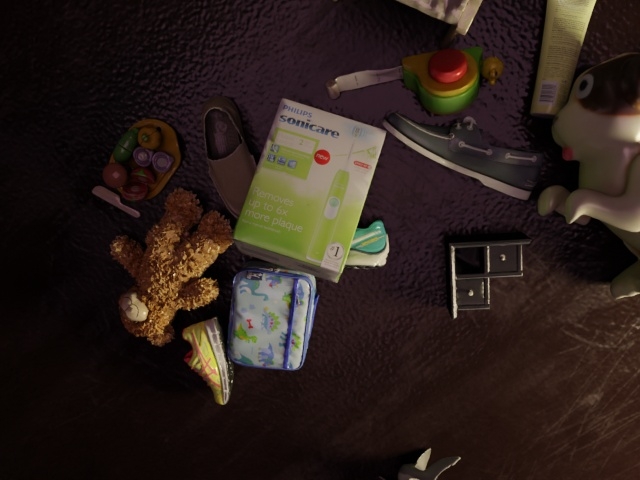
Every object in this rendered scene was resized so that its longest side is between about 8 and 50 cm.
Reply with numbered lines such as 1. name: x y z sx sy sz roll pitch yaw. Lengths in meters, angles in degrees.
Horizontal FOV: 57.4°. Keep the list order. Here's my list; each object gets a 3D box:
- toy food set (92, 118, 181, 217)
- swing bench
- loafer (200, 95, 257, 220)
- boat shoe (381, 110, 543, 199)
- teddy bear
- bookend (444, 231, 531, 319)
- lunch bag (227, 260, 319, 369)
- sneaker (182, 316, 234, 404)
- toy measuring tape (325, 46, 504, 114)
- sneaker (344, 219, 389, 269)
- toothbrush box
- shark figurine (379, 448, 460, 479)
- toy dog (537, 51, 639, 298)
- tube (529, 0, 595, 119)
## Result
1. toy food set: -0.378 -0.146 1.190 0.128 0.071 0.218 37 102 -3
2. swing bench: 0.151 -0.459 0.984 0.253 0.255 0.165 26 102 0
3. loafer: -0.180 -0.153 1.159 0.102 0.092 0.268 -19 99 9
4. boat shoe: 0.271 -0.182 1.098 0.319 0.116 0.099 23 109 -7
5. teddy bear: -0.317 0.058 1.206 0.338 0.113 0.245 -39 93 11
6. bookend: 0.332 0.069 1.165 0.156 0.072 0.157 -2 102 6
7. lunch bag: -0.099 0.156 1.217 0.176 0.090 0.219 9 103 1
8. sneaker: -0.239 0.258 1.241 0.094 0.081 0.208 -8 110 0
9. toy measuring tape: 0.174 -0.281 1.087 0.330 0.121 0.121 -9 100 10
10. sneaker: 0.000 0.000 1.185 0.275 0.107 0.110 3 82 0
11. toothbrush box: -0.019 -0.090 1.092 0.206 0.122 0.283 19 76 2
12. shark figurine: 0.214 0.488 1.233 0.166 0.278 0.116 28 62 28
13. toy dog: 0.573 -0.124 0.998 0.395 0.284 0.408 -35 92 17
14. tube: 0.445 -0.349 1.083 0.070 0.062 0.240 3 99 -40
